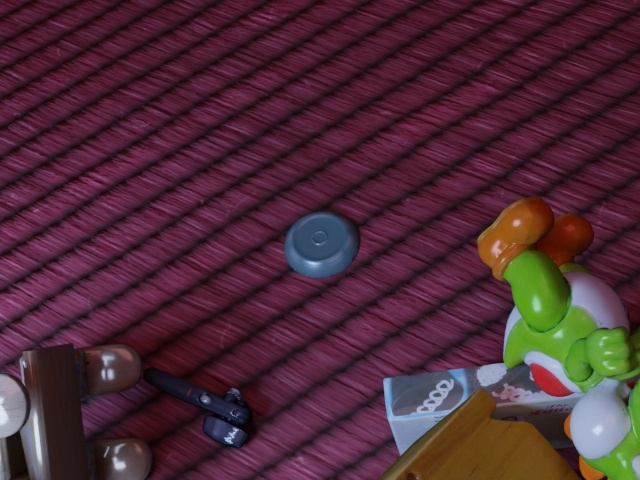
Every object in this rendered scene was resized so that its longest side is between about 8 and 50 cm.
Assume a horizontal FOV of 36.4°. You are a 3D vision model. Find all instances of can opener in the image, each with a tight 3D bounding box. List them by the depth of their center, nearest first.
[{"bbox_3d":[-0.174,0.222,1.371,0.186,0.059,0.073,24,68,23],"label":"can opener"}]

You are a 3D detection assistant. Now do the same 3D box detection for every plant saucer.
[{"bbox_3d":[0.000,0.000,1.487,0.119,0.021,0.119,-5,60,9],"label":"plant saucer"}]

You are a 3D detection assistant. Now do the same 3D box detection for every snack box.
[{"bbox_3d":[0.249,0.211,1.218,0.321,0.187,0.060,-8,59,6],"label":"snack box"}]

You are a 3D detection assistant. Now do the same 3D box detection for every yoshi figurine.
[{"bbox_3d":[0.325,0.111,1.042,0.203,0.203,0.362,-19,61,-7],"label":"yoshi figurine"}]

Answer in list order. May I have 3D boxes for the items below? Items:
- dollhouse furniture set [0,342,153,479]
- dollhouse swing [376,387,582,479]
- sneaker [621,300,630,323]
[{"bbox_3d":[-0.272,0.321,1.175,0.256,0.362,0.395,-8,87,8],"label":"dollhouse furniture set"},{"bbox_3d":[0.150,0.431,1.104,0.347,0.305,0.315,48,48,8],"label":"dollhouse swing"},{"bbox_3d":[0.393,0.127,1.306,0.038,0.069,0.098,7,62,16],"label":"sneaker"}]
